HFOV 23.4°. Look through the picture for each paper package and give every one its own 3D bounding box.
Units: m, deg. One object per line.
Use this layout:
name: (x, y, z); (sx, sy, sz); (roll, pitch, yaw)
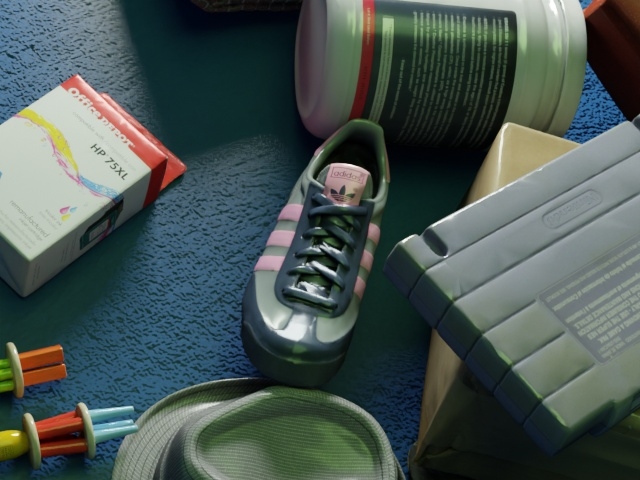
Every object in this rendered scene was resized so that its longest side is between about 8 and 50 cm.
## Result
paper package: (0.269, 0.087, 1.485); (0.309, 0.168, 0.325); (17, 49, -7)

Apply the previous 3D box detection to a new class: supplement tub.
supplement tub: (0.121, -0.192, 1.619); (0.272, 0.191, 0.191); (4, 59, -13)

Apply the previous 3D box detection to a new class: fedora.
fedora: (-0.043, 0.213, 1.371); (0.275, 0.124, 0.244); (12, 57, -8)

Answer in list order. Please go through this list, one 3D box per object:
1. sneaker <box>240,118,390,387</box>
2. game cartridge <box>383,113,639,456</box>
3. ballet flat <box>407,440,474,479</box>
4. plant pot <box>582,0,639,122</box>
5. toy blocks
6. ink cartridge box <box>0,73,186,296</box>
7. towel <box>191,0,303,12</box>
sneaker: (0.000, 0.000, 1.456); (0.112, 0.131, 0.319); (16, 37, -3)
game cartridge: (0.255, 0.030, 1.380); (0.355, 0.068, 0.230); (-27, 69, -34)
ballet flat: (0.135, 0.261, 1.447); (0.057, 0.049, 0.173); (-32, 65, -8)
plant pot: (0.416, -0.224, 1.603); (0.236, 0.267, 0.267); (40, 88, 0)
toy blocks: (-0.248, 0.146, 1.398); (0.148, 0.054, 0.123); (-9, 63, -20)
ink cartridge box: (-0.247, -0.068, 1.513); (0.134, 0.078, 0.231); (42, 58, 11)
towel: (-0.046, -0.368, 1.704); (0.284, 0.121, 0.235); (-6, 60, -29)
